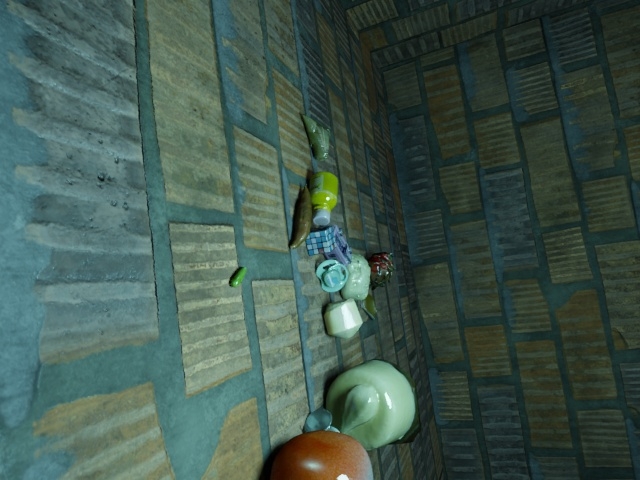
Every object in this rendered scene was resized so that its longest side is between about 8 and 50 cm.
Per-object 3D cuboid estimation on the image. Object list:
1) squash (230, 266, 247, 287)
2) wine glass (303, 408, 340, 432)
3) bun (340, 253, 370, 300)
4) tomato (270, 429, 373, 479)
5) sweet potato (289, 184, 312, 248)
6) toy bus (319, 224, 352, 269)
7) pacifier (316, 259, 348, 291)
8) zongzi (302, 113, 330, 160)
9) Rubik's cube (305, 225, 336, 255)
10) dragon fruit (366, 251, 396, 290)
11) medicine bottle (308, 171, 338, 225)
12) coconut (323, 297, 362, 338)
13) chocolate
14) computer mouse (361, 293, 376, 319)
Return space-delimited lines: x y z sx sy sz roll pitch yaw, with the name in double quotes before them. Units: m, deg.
"squash" -0.224 0.098 1.200 0.089 0.027 0.027 -69 143 -56
"wine glass" 0.028 0.679 1.468 0.103 0.103 0.222 -68 140 -54
"bun" 0.163 0.166 1.993 0.229 0.145 0.229 -14 90 -68
"tomato" 0.012 0.699 1.177 0.341 0.273 0.341 -11 90 -69
"sweet potato" -0.062 -0.092 1.635 0.066 0.072 0.314 40 45 -38
"toy bus" 0.062 0.032 1.857 0.199 0.096 0.108 60 33 -37
"pacifier" 0.045 0.132 1.774 0.150 0.127 0.116 61 3 -25
"zongzi" -0.026 -0.444 1.892 0.176 0.078 0.160 26 57 -52
"Rubik's cube" 0.000 0.000 1.717 0.092 0.092 0.092 -34 112 -67
"dragon fruit" 0.318 0.156 2.359 0.188 0.182 0.182 -91 159 -47
"medicine bottle" 0.008 -0.166 1.774 0.122 0.122 0.212 52 34 -50
"coconut" 0.091 0.317 1.736 0.147 0.147 0.152 -14 87 -69
"chocolate" 0.170 0.625 1.602 0.297 0.314 0.326 -4 88 -60
"computer mouse" 0.263 0.350 2.292 0.199 0.045 0.102 52 37 -49
